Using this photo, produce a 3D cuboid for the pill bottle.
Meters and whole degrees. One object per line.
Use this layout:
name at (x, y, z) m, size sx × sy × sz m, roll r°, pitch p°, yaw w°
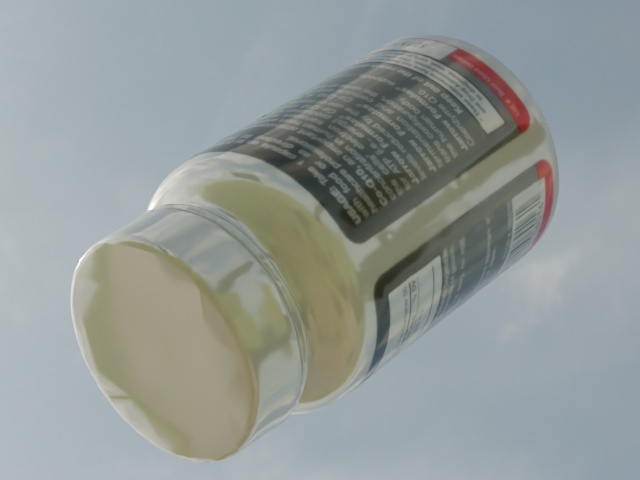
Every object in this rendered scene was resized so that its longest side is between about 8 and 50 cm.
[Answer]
pill bottle at (0.000, 0.000, 1.036) m, size 0.161 × 0.283 × 0.161 m, roll 23°, pitch -51°, yaw 32°
